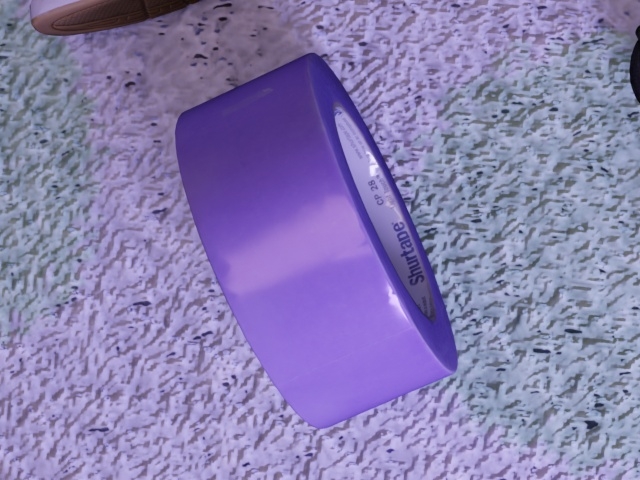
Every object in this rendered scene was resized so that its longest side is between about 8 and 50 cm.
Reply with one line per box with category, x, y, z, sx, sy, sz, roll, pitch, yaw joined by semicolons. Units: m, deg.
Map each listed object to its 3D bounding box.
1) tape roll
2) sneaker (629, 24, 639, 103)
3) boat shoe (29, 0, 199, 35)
tape roll;0.000;0.000;0.930;0.080;0.189;0.189;-24;89;10
sneaker;0.308;0.066;0.879;0.483;0.185;0.202;52;122;16
boat shoe;-0.049;-0.205;0.977;0.277;0.098;0.096;-25;88;1
